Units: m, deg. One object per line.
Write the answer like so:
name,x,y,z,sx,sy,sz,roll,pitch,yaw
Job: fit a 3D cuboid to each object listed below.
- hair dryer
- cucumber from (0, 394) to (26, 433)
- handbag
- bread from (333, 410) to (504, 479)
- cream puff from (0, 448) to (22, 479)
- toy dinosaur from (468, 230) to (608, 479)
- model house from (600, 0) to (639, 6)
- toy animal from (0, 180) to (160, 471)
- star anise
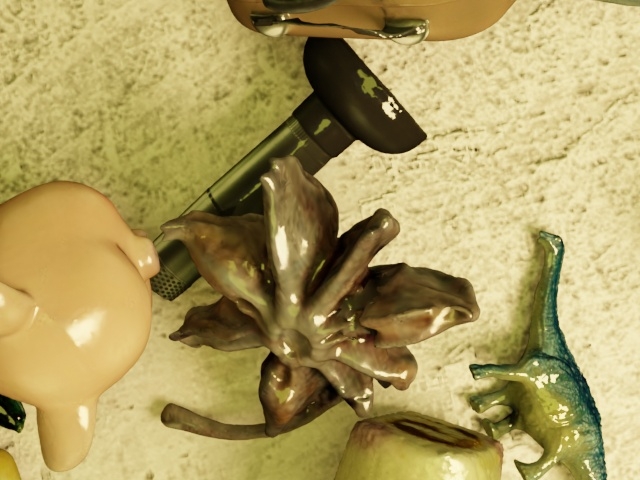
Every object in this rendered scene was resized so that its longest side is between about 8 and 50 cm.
hair dryer,0.010,-0.016,0.961,0.284,0.156,0.320,35,104,-22
cucumber,-0.420,0.111,0.956,0.284,0.056,0.056,37,90,1
handbag,0.036,-0.266,0.812,0.302,0.283,0.149,10,135,26
bread,0.064,0.340,0.899,0.155,0.187,0.338,19,92,25
cream puff,-0.439,0.312,0.854,0.291,0.257,0.324,10,99,-4
toy dinosaur,0.241,0.178,0.964,0.147,0.076,0.363,-19,88,-8
model house,0.289,-0.323,0.922,0.106,0.165,0.152,2,90,15
toy animal,-0.309,0.057,0.845,0.326,0.269,0.237,-20,131,-11
star anise,-0.023,0.059,0.861,0.359,0.139,0.316,-1,114,22
